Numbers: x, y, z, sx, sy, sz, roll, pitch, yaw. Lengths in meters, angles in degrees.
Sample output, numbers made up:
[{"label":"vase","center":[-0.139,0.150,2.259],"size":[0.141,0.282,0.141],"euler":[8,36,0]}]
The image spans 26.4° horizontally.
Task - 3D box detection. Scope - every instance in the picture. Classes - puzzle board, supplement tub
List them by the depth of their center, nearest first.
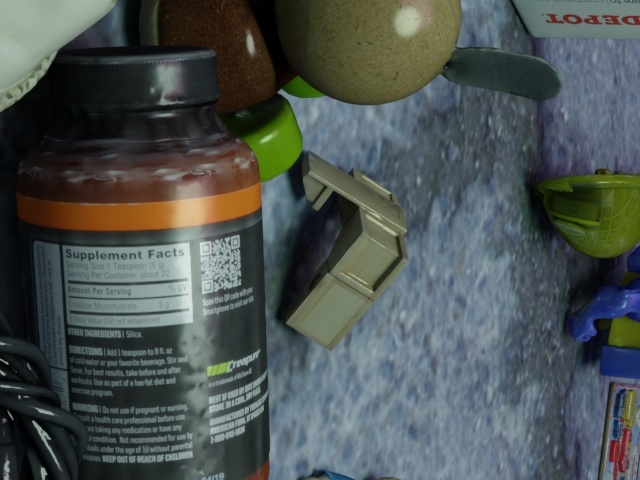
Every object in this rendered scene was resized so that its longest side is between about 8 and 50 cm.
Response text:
[{"label":"supplement tub","center":[-0.076,0.017,0.587],"size":[0.106,0.106,0.197],"euler":[-18,110,-56]},{"label":"puzzle board","center":[0.290,0.201,1.307],"size":[0.096,0.011,0.128],"euler":[14,83,-58]}]

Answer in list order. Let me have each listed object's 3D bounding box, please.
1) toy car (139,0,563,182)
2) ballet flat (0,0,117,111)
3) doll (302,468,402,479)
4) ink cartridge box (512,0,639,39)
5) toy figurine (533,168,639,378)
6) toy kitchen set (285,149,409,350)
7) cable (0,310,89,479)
[{"label":"toy car","center":[0.022,-0.117,0.643],"size":[0.149,0.188,0.155],"euler":[-56,139,-38]},{"label":"ballet flat","center":[-0.081,-0.183,0.473],"size":[0.482,0.182,0.164],"euler":[-63,143,-31]},{"label":"doll","center":[0.010,0.203,0.814],"size":[0.189,0.046,0.129],"euler":[-45,123,-54]},{"label":"ink cartridge box","center":[0.204,-0.255,0.907],"size":[0.278,0.201,0.117],"euler":[48,56,-51]},{"label":"toy figurine","center":[0.309,0.058,1.158],"size":[0.362,0.191,0.217],"euler":[0,100,-57]},{"label":"toy kitchen set","center":[0.000,0.000,0.789],"size":[0.068,0.075,0.083],"euler":[32,23,-17]},{"label":"cable","center":[-0.158,0.080,0.485],"size":[0.150,0.047,0.184],"euler":[-41,119,-29]}]
